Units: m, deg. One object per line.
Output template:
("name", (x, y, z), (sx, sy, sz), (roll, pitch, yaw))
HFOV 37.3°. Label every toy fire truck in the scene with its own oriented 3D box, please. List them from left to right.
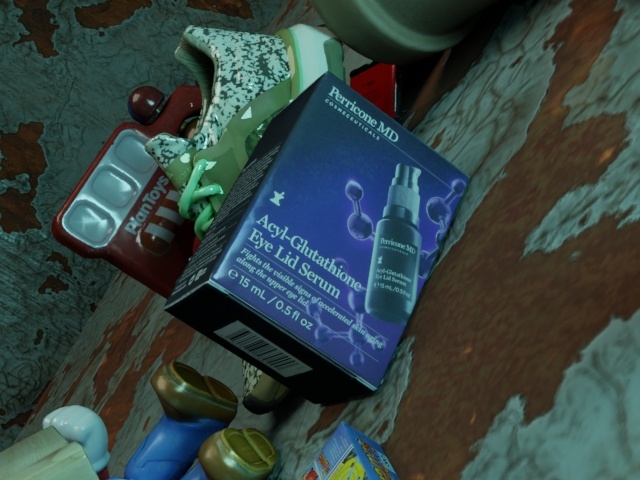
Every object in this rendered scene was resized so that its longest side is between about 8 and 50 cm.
("toy fire truck", (-0.162, -0.070, 1.209), (0.302, 0.254, 0.169), (-62, 16, -21))

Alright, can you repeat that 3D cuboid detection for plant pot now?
("plant pot", (0.132, -0.317, 0.904), (0.229, 0.263, 0.263), (-6, 49, 46))

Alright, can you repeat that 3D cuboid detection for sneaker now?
("sneaker", (-0.083, -0.038, 0.900), (0.158, 0.182, 0.410), (131, 143, -56))

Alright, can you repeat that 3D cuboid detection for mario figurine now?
("mario figurine", (-0.186, 0.257, 0.767), (0.320, 0.170, 0.198), (-53, 17, 7))

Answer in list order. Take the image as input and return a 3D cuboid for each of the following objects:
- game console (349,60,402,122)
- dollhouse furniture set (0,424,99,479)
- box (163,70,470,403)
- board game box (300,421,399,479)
("game console", (0.095, -0.185, 1.112), (0.144, 0.085, 0.124), (175, 96, -72))
("dollhouse furniture set", (-0.164, 0.285, 0.289), (0.355, 0.303, 0.174), (-27, 18, -23))
("box", (0.000, 0.000, 0.746), (0.108, 0.153, 0.207), (-29, 31, 60))
("board game box", (0.005, 0.201, 0.533), (0.136, 0.035, 0.201), (-55, 15, 5))
